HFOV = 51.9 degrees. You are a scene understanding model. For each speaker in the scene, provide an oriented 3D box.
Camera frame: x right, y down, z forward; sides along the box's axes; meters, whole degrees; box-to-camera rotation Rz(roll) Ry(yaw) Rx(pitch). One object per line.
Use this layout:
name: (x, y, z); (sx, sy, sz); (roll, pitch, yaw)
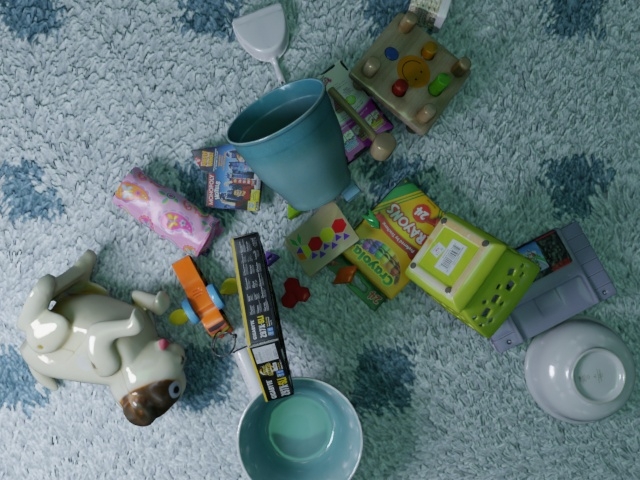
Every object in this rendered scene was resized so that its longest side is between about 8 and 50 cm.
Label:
speaker: (-0.183, 0.347, 1.734); (0.055, 0.055, 0.136); (-24, 88, -3)

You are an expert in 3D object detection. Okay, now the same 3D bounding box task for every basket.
basket: (0.306, -0.668, 1.773); (0.103, 0.113, 0.167); (19, 86, 1)

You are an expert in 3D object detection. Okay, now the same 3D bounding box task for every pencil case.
pencil case: (-0.397, -0.072, 1.722); (0.284, 0.124, 0.124); (32, 87, -1)

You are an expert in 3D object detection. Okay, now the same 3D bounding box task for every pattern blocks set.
pattern blocks set: (0.000, 0.000, 1.718); (0.325, 0.026, 0.285); (-30, 65, 14)

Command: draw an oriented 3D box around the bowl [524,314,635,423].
bowl: (0.702, 0.345, 1.724); (0.298, 0.134, 0.297); (0, 86, -2)

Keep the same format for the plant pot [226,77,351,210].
plant pot: (-0.054, -0.225, 1.652); (0.272, 0.271, 0.255); (-34, 121, -3)

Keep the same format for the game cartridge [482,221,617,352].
game cartridge: (0.581, 0.120, 1.760); (0.355, 0.068, 0.230); (-27, 87, -3)

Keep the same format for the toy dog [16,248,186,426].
toy dog: (-0.521, 0.282, 1.621); (0.408, 0.284, 0.395); (31, 100, 0)

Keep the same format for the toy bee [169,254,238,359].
toy bee: (-0.296, 0.191, 1.708); (0.195, 0.162, 0.298); (-11, 63, 6)

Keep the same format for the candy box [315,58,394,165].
candy box: (0.062, -0.342, 1.769); (0.159, 0.071, 0.233); (-38, 90, -4)

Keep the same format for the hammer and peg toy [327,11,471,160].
hammer and peg toy: (0.203, -0.401, 1.696); (0.266, 0.127, 0.361); (39, 69, -4)

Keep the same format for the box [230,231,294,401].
box: (-0.139, 0.182, 1.577); (0.079, 0.257, 0.322); (-14, 50, -2)

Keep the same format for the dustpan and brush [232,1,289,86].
dustpan and brush: (-0.137, -0.519, 1.786); (0.147, 0.060, 0.211); (-21, 81, -1)

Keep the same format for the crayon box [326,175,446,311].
crayon box: (0.187, 0.013, 1.750); (0.202, 0.081, 0.318); (43, 87, 0)

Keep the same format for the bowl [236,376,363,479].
bowl: (-0.052, 0.493, 1.677); (0.312, 0.163, 0.311); (0, 86, -2)

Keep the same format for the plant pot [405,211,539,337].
plant pot: (0.363, 0.074, 1.633); (0.228, 0.207, 0.227); (-55, 46, 4)

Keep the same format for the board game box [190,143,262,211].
board game box: (-0.251, -0.179, 1.757); (0.194, 0.060, 0.194); (5, 87, -1)
